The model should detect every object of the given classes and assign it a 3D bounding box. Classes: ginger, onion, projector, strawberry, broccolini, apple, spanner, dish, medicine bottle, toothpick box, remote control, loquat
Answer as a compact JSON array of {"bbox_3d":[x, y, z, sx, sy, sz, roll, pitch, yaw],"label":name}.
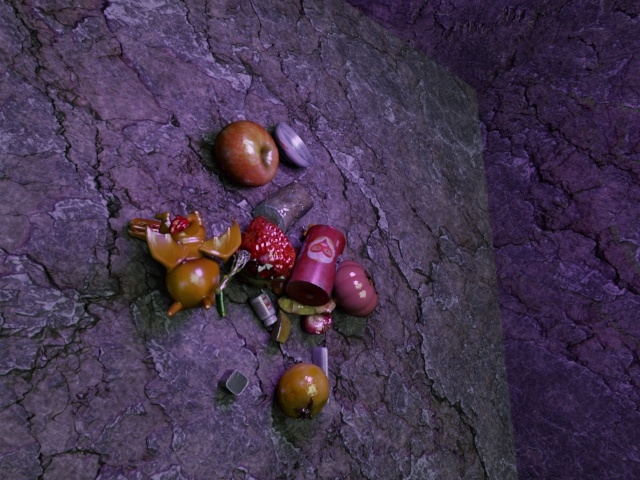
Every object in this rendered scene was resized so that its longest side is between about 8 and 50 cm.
[{"bbox_3d":[-0.065,0.308,1.928,0.295,0.131,0.086,7,94,-23],"label":"ginger"},{"bbox_3d":[-0.015,0.410,1.982,0.150,0.140,0.150,0,47,0],"label":"onion"},{"bbox_3d":[-0.359,0.583,1.673,0.083,0.082,0.083,48,53,-16],"label":"projector"},{"bbox_3d":[-0.235,0.058,1.789,0.292,0.292,0.309,41,58,-21],"label":"strawberry"},{"bbox_3d":[-0.340,0.114,1.533,0.058,0.067,0.216,59,43,-23],"label":"broccolini"},{"bbox_3d":[-0.348,-0.396,1.883,0.277,0.250,0.309,-40,124,-53],"label":"apple"},{"bbox_3d":[-0.217,0.321,1.900,0.054,0.015,0.254,-25,93,-38],"label":"spanner"},{"bbox_3d":[-0.168,-0.466,2.101,0.273,0.134,0.273,47,21,-24],"label":"dish"},{"bbox_3d":[-0.255,0.310,1.833,0.079,0.079,0.140,-33,97,-39],"label":"medicine bottle"},{"bbox_3d":[-0.015,0.112,1.880,0.204,0.204,0.333,39,47,-22],"label":"toothpick box"},{"bbox_3d":[-0.002,0.634,1.917,0.034,0.103,0.250,9,71,-33],"label":"remote control"},{"bbox_3d":[-0.075,0.661,1.773,0.244,0.244,0.243,12,70,-34],"label":"loquat"}]

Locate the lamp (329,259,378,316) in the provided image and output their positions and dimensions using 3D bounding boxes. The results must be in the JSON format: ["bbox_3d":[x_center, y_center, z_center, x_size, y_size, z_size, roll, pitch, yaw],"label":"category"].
[{"bbox_3d":[0.155,0.253,2.061,0.305,0.240,0.305,61,6,-12],"label":"lamp"}]

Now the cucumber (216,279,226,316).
[{"bbox_3d":[-0.428,0.246,1.748,0.039,0.039,0.167,-2,80,-38],"label":"cucumber"}]

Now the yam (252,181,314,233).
[{"bbox_3d":[-0.164,-0.155,1.977,0.202,0.201,0.271,56,46,-12],"label":"yam"}]

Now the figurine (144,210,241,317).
[{"bbox_3d":[-0.514,0.077,1.547,0.401,0.268,0.386,-7,88,-61],"label":"figurine"}]

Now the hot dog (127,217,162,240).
[{"bbox_3d":[-0.652,-0.035,1.646,0.236,0.062,0.092,9,68,-36],"label":"hot dog"}]

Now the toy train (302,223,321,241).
[{"bbox_3d":[0.000,0.000,2.083,0.227,0.136,0.091,46,54,-15],"label":"toy train"}]

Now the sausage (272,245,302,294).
[{"bbox_3d":[-0.147,0.131,1.970,0.103,0.076,0.302,50,53,-15],"label":"sausage"}]

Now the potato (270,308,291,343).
[{"bbox_3d":[-0.161,0.392,1.835,0.081,0.120,0.149,21,76,-18],"label":"potato"}]
